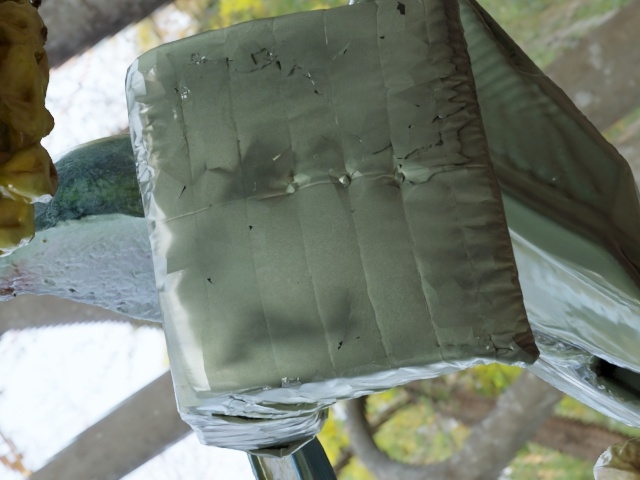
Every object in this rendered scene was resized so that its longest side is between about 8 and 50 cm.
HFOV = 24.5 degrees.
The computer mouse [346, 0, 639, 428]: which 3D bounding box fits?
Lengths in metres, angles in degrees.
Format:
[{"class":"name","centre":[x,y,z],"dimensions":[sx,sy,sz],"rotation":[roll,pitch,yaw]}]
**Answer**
[{"class":"computer mouse","centre":[0.112,-0.034,1.062],"dimensions":[0.429,0.145,0.228],"rotation":[56,169,30]}]

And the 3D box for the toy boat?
[{"class":"toy boat","centre":[-0.042,0.218,1.251],"dimensions":[0.102,0.088,0.215],"rotation":[-3,-138,-19]}]

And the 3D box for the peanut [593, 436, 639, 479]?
[{"class":"peanut","centre":[0.336,0.228,1.390],"dimensions":[0.194,0.083,0.093],"rotation":[18,-165,-29]}]

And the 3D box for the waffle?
[{"class":"waffle","centre":[-0.340,-0.101,1.188],"dimensions":[0.151,0.261,0.324],"rotation":[26,-132,-56]}]

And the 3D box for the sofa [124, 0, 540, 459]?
[{"class":"sofa","centre":[0.000,0.000,0.798],"dimensions":[0.225,0.176,0.210],"rotation":[88,171,-74]}]

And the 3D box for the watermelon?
[{"class":"watermelon","centre":[-0.226,-0.011,1.635],"dimensions":[0.289,0.320,0.213],"rotation":[-106,-6,-66]}]
